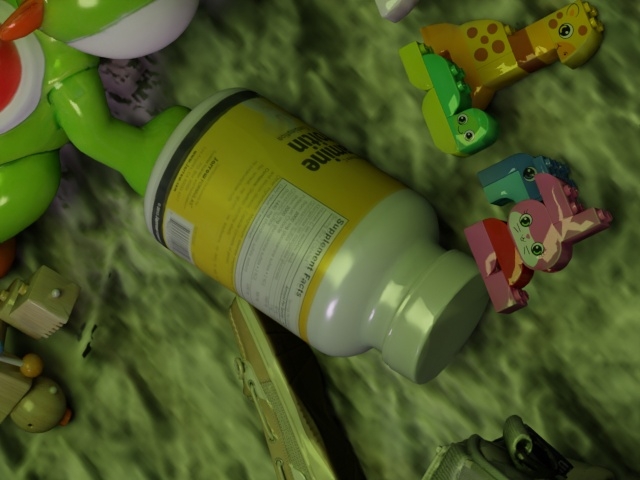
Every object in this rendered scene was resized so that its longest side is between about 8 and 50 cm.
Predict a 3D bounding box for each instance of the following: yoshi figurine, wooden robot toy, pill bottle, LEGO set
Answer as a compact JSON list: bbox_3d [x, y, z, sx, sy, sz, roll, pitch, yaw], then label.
[{"bbox_3d":[-0.142,-0.129,1.126,0.362,0.203,0.203,-41,39,34],"label":"yoshi figurine"},{"bbox_3d":[-0.182,0.081,1.193,0.079,0.076,0.173,32,125,-17],"label":"wooden robot toy"},{"bbox_3d":[0.000,0.000,1.071,0.184,0.103,0.103,33,105,20],"label":"pill bottle"},{"bbox_3d":[0.107,-0.082,1.030,0.093,0.087,0.227,-27,74,21],"label":"LEGO set"}]

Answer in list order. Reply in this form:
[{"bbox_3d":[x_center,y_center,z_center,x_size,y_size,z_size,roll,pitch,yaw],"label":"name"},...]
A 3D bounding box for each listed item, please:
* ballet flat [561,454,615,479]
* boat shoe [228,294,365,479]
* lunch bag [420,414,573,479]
[{"bbox_3d":[0.134,0.235,1.033,0.086,0.086,0.248,-3,91,26],"label":"ballet flat"},{"bbox_3d":[-0.022,0.100,1.113,0.048,0.056,0.153,-26,88,20],"label":"boat shoe"},{"bbox_3d":[0.084,0.268,0.883,0.256,0.212,0.305,39,87,-10],"label":"lunch bag"}]
